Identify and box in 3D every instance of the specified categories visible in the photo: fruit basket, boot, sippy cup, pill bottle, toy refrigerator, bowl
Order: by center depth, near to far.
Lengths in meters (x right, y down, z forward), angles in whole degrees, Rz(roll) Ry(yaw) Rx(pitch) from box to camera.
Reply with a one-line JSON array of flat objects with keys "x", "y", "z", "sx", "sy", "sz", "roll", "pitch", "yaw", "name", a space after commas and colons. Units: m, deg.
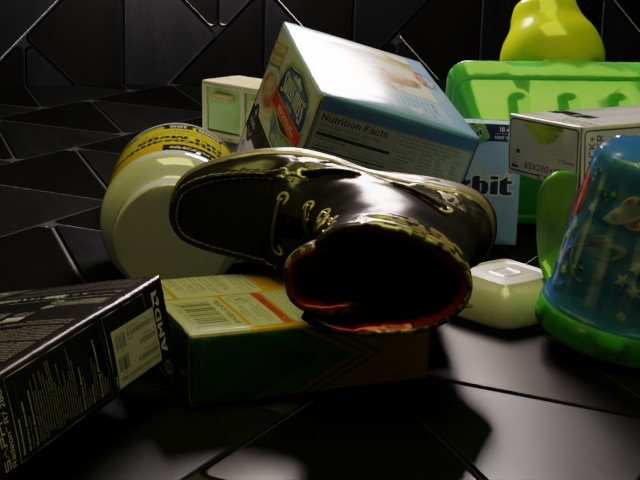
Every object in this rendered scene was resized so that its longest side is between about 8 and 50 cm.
[{"x": 0.000, "y": 0.000, "z": 1.525, "sx": 0.377, "sy": 0.138, "sz": 0.284, "roll": 9, "pitch": 15, "yaw": 5, "name": "boot"}, {"x": 0.381, "y": 0.004, "z": 1.638, "sx": 0.305, "sy": 0.224, "sz": 0.240, "roll": 14, "pitch": 21, "yaw": 18, "name": "sippy cup"}, {"x": 0.232, "y": 0.064, "z": 1.789, "sx": 0.142, "sy": 0.053, "sz": 0.142, "roll": -10, "pitch": 19, "yaw": -36, "name": "bowl"}, {"x": -0.192, "y": -0.040, "z": 1.873, "sx": 0.188, "sy": 0.188, "sz": 0.334, "roll": 0, "pitch": 14, "yaw": -5, "name": "pill bottle"}, {"x": 0.376, "y": -0.220, "z": 2.324, "sx": 0.392, "sy": 0.283, "sz": 0.392, "roll": 2, "pitch": 43, "yaw": -2, "name": "fruit basket"}, {"x": -0.084, "y": -0.210, "z": 2.389, "sx": 0.094, "sy": 0.102, "sz": 0.269, "roll": -13, "pitch": 20, "yaw": -43, "name": "toy refrigerator"}]

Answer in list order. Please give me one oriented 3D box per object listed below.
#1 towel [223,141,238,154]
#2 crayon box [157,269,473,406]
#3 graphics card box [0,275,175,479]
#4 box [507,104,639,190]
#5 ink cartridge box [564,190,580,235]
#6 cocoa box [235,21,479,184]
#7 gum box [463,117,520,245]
[{"x": -0.164, "y": -0.117, "z": 2.398, "sx": 0.320, "sy": 0.090, "sz": 0.374, "roll": 2, "pitch": 14, "yaw": -1, "name": "towel"}, {"x": -0.022, "y": 0.096, "z": 1.569, "sx": 0.323, "sy": 0.083, "sz": 0.203, "roll": -5, "pitch": 16, "yaw": -22, "name": "crayon box"}, {"x": -0.314, "y": 0.127, "z": 1.313, "sx": 0.233, "sy": 0.094, "sz": 0.371, "roll": -8, "pitch": 12, "yaw": 19, "name": "graphics card box"}, {"x": 0.428, "y": -0.135, "z": 2.005, "sx": 0.290, "sy": 0.087, "sz": 0.169, "roll": -6, "pitch": 14, "yaw": -27, "name": "box"}, {"x": 0.495, "y": -0.005, "z": 1.927, "sx": 0.223, "sy": 0.129, "sz": 0.307, "roll": -5, "pitch": 14, "yaw": -23, "name": "ink cartridge box"}, {"x": 0.040, "y": -0.127, "z": 1.967, "sx": 0.231, "sy": 0.228, "sz": 0.347, "roll": 14, "pitch": 21, "yaw": -16, "name": "cocoa box"}, {"x": 0.219, "y": -0.089, "z": 2.125, "sx": 0.157, "sy": 0.184, "sz": 0.041, "roll": 4, "pitch": 14, "yaw": 6, "name": "gum box"}]
